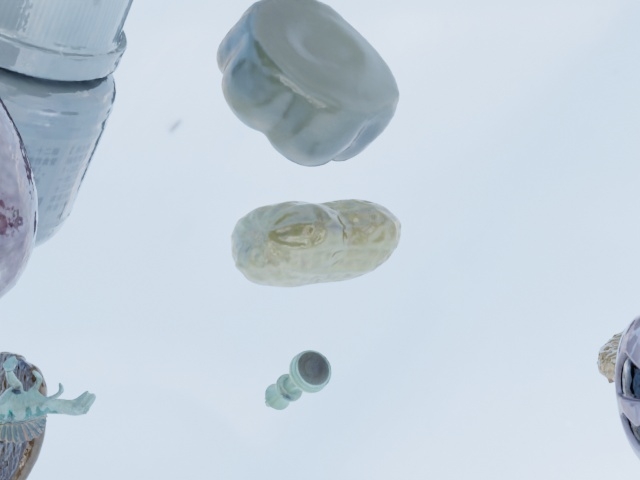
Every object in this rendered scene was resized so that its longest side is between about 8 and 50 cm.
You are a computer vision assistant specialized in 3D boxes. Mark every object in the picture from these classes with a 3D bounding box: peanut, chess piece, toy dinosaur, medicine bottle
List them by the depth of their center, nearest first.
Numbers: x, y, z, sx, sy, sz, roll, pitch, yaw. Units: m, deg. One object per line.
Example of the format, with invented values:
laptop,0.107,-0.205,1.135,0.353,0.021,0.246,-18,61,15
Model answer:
medicine bottle,-0.313,-0.166,1.369,0.306,0.245,0.245,-64,20,22
toy dinosaur,-0.359,0.200,1.657,0.187,0.106,0.044,-33,39,2
chess piece,-0.040,0.203,1.990,0.149,0.059,0.059,-45,18,54
peanut,0.000,0.000,2.426,0.152,0.313,0.152,7,98,60

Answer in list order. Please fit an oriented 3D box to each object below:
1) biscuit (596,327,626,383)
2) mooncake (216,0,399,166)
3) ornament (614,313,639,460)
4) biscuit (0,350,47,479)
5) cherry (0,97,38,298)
biscuit,0.388,0.094,1.376,0.254,0.035,0.254,-15,6,2
mooncake,-0.022,-0.227,2.056,0.135,0.275,0.275,-50,20,37
ornament,0.314,0.106,1.118,0.177,0.177,0.177,-36,28,23
biscuit,-0.413,0.244,1.811,0.212,0.036,0.212,-19,60,37
cherry,-0.327,-0.055,1.095,0.203,0.300,0.230,-10,13,-28
